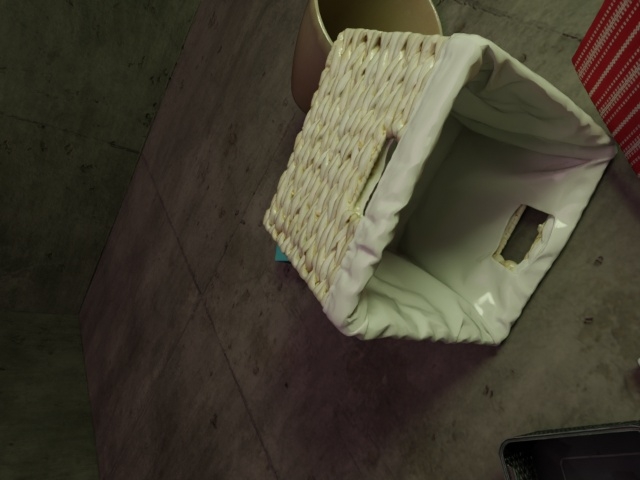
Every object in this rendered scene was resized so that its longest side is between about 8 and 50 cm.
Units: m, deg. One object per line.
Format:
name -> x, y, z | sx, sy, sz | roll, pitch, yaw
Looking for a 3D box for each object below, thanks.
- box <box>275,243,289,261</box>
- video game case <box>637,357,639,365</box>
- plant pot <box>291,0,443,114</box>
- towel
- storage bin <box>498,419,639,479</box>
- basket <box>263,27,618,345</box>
box -> 0.000, 0.000, 0.977 | 0.244, 0.060, 0.101 | -4, 78, 49
video game case -> 0.459, 0.155, 0.410 | 0.227, 0.026, 0.206 | -44, 45, 34
plant pot -> 0.052, -0.352, 0.896 | 0.274, 0.256, 0.257 | 154, 120, -63
towel -> 0.361, -0.141, 0.463 | 0.031, 0.199, 0.275 | -18, 71, 2
storage bin -> 0.314, 0.278, 0.518 | 0.180, 0.084, 0.122 | -30, 59, 41
basket -> 0.140, -0.066, 0.623 | 0.266, 0.331, 0.328 | 40, 111, 49
